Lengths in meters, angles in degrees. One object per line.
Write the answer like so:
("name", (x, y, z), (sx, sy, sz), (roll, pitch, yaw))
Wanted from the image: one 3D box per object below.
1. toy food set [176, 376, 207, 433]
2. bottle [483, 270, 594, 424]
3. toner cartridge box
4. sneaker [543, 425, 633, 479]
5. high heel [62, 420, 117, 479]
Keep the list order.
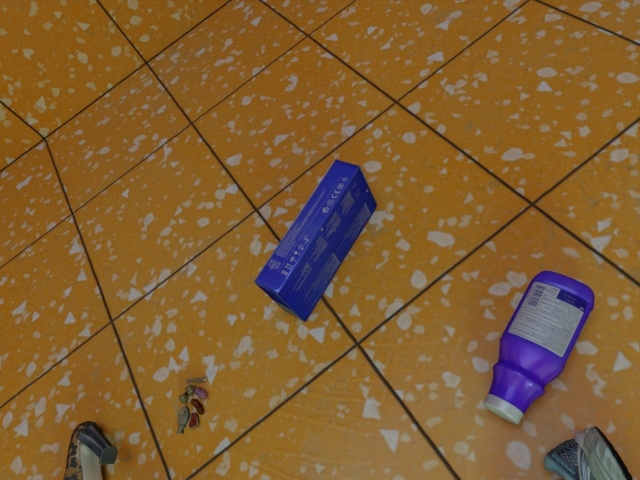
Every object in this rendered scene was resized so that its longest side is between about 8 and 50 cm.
("toy food set", (-0.294, 0.375, 1.115), (0.077, 0.019, 0.122), (-13, 57, 15))
("bottle", (0.395, 0.195, 0.895), (0.118, 0.092, 0.283), (24, 72, 32))
("toner cartridge box", (0.000, 0.000, 1.132), (0.075, 0.165, 0.348), (23, 71, 31))
("sneaker", (0.446, 0.443, 0.738), (0.122, 0.110, 0.283), (-34, 49, 22))
("high heel", (-0.553, 0.552, 1.094), (0.186, 0.093, 0.262), (9, 72, 46))
